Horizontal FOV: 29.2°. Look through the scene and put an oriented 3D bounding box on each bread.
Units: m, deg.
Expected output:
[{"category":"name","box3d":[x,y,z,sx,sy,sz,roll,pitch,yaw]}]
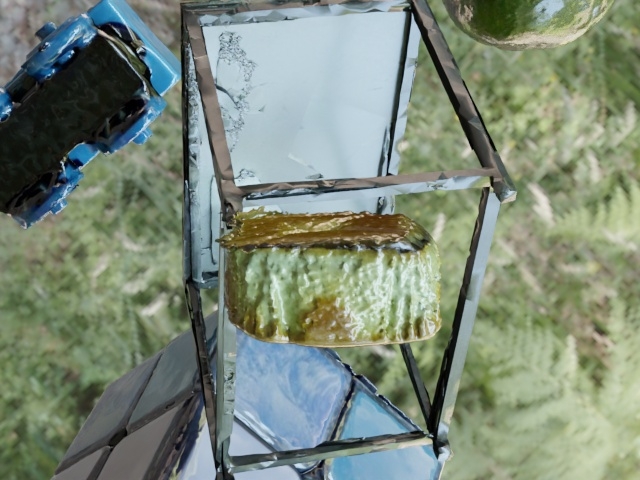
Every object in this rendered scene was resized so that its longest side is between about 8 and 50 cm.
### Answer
[{"category":"bread","box3d":[0.004,0.019,0.779,0.128,0.140,0.069,-105,-166,-76]}]

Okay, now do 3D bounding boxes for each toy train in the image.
[{"category":"toy train","box3d":[-0.334,-0.162,1.570,0.300,0.188,0.265,-40,-166,9]}]

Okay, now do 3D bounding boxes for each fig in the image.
[{"category":"fig","box3d":[0.205,-0.303,1.219,0.195,0.195,0.245,-42,153,-10]}]

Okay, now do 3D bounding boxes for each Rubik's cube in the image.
[{"category":"Rubik's cube","box3d":[-0.104,0.299,1.311,0.313,0.316,0.318,-33,-159,41]}]

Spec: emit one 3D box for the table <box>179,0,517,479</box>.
[{"category":"table","box3d":[0.000,0.000,1.071,0.222,0.272,0.335,-6,135,-11]}]
